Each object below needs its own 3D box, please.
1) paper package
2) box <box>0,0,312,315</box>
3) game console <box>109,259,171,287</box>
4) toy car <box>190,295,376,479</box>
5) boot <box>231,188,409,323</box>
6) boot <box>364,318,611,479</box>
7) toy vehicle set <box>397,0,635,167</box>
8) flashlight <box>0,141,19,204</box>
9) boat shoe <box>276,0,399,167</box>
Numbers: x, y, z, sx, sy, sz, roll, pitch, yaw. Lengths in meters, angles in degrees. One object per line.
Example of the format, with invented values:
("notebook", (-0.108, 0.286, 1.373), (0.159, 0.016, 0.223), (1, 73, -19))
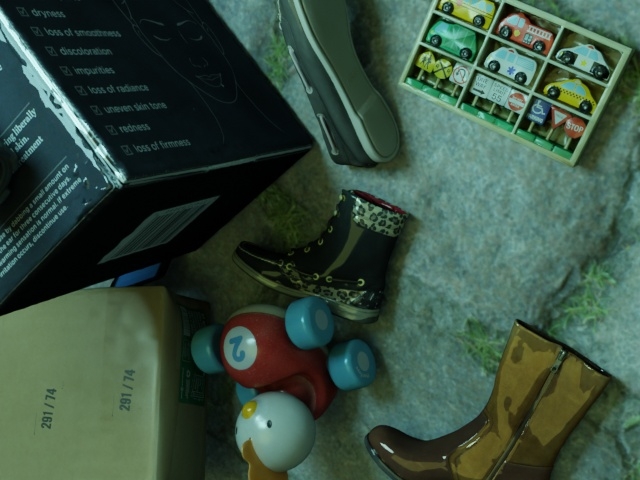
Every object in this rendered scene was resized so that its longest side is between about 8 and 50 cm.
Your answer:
("paper package", (-0.336, 0.244, 1.540), (0.310, 0.168, 0.324), (-4, 77, 16))
("box", (-0.339, -0.205, 1.355), (0.297, 0.480, 0.471), (-39, 82, 27))
("game console", (-0.296, 0.019, 1.605), (0.122, 0.071, 0.107), (-19, 91, 26))
("toy car", (-0.070, 0.232, 1.414), (0.219, 0.237, 0.210), (-19, 130, 32))
("boot", (0.001, 0.000, 1.454), (0.237, 0.085, 0.178), (23, 106, 13))
("boot", (0.221, 0.238, 1.386), (0.264, 0.096, 0.280), (28, 109, 19))
("toy vehicle set", (0.252, -0.227, 1.319), (0.267, 0.035, 0.165), (28, 110, 19))
("flashlight", (-0.477, -0.136, 1.111), (0.304, 0.103, 0.103), (32, 116, 17))
("boat shoe", (-0.001, -0.242, 1.357), (0.096, 0.112, 0.335), (-8, 118, 37))
